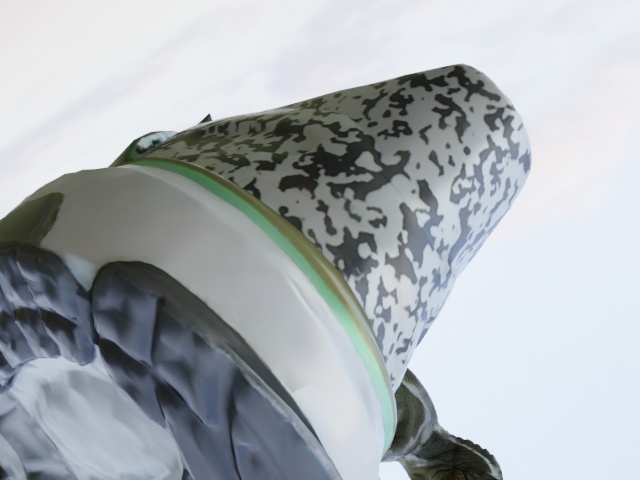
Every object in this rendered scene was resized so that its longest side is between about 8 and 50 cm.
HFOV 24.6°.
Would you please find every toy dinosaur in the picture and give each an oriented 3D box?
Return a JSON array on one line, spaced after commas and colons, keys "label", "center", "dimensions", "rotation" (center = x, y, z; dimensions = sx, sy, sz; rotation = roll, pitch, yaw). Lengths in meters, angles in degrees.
[{"label": "toy dinosaur", "center": [-0.016, 0.075, 0.763], "dimensions": [0.118, 0.268, 0.064], "rotation": [-40, 179, 6]}]

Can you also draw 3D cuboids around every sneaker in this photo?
[{"label": "sneaker", "center": [-0.057, 0.027, 0.559], "dimensions": [0.182, 0.158, 0.410], "rotation": [-39, -166, -27]}]
